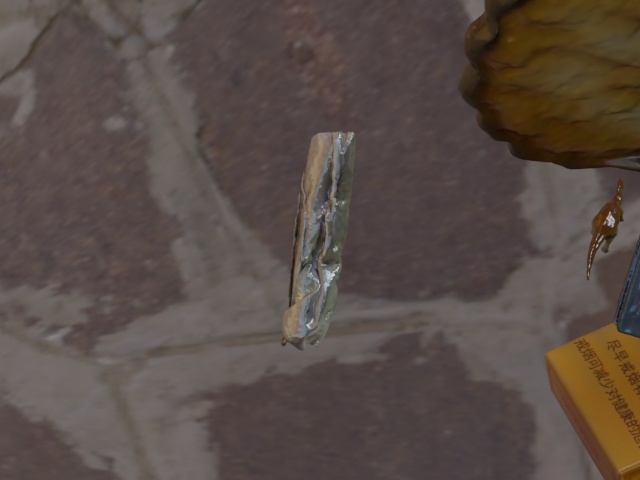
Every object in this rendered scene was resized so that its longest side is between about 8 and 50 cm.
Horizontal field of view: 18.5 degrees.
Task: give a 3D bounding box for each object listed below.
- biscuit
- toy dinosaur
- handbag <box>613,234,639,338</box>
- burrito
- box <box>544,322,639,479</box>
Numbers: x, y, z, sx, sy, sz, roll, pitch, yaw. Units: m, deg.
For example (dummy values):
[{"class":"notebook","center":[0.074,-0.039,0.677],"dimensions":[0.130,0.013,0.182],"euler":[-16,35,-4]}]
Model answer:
[{"class":"biscuit","center":[0.271,-0.164,1.550],"dimensions":[0.329,0.335,0.078],"euler":[-5,58,3]},{"class":"toy dinosaur","center":[0.252,-0.007,1.763],"dimensions":[0.026,0.041,0.113],"euler":[21,66,10]},{"class":"handbag","center":[0.372,0.036,1.634],"dimensions":[0.229,0.062,0.179],"euler":[17,98,-2]},{"class":"burrito","center":[0.000,0.000,1.636],"dimensions":[0.045,0.041,0.185],"euler":[4,94,-33]},{"class":"box","center":[0.388,0.139,1.995],"dimensions":[0.274,0.076,0.174],"euler":[-23,49,-5]}]
